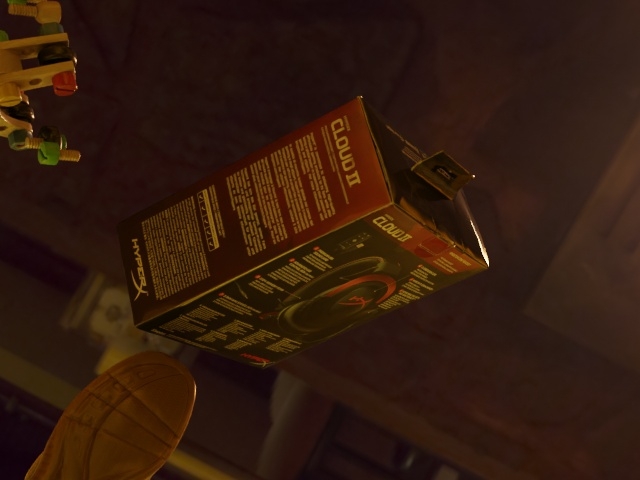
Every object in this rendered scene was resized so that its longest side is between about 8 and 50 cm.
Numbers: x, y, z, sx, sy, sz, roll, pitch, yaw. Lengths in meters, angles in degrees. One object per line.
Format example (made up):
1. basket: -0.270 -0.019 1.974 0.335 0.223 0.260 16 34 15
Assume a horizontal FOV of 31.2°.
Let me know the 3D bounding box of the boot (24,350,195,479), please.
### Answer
1. boot: -0.217 0.230 1.018 0.262 0.095 0.203 -59 4 -32

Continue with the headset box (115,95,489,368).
1. headset box: 0.000 0.000 1.045 0.293 0.110 0.218 -26 -27 21

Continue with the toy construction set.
1. toy construction set: -0.522 -0.277 1.769 0.257 0.237 0.309 7 95 56
